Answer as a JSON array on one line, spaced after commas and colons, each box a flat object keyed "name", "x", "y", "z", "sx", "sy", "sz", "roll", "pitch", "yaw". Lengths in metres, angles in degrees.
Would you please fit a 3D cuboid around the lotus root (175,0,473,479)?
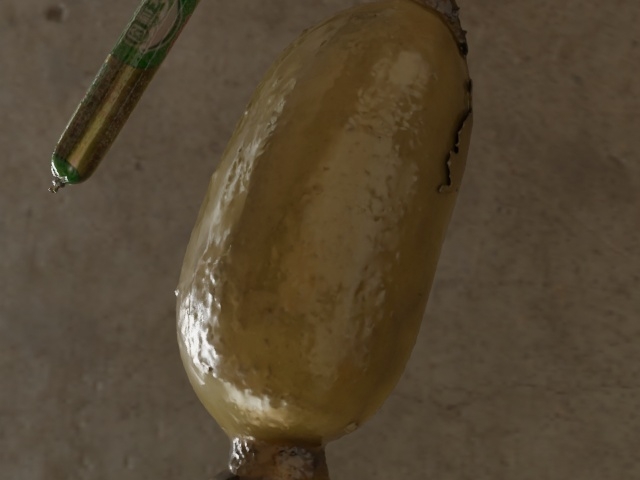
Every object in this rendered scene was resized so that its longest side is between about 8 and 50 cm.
[{"name": "lotus root", "x": -0.002, "y": -0.001, "z": 0.843, "sx": 0.131, "sy": 0.146, "sz": 0.303, "roll": 17, "pitch": 84, "yaw": -2}]

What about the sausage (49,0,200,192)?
[{"name": "sausage", "x": -0.098, "y": -0.143, "z": 0.984, "sx": 0.033, "sy": 0.033, "sz": 0.269, "roll": 35, "pitch": 95, "yaw": 39}]
